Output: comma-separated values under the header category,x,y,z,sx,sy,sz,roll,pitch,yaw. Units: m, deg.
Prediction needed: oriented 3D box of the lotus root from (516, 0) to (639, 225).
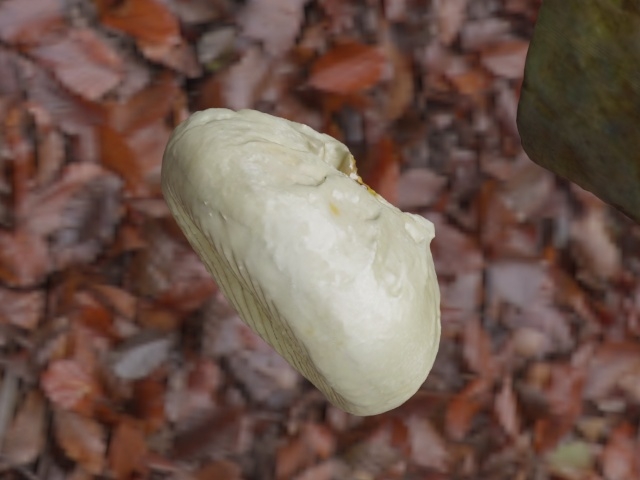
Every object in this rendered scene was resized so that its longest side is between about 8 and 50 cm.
category,x,y,z,sx,sy,sz,roll,pitch,yaw
lotus root,0.199,-0.083,0.780,0.235,0.138,0.119,-21,137,-28

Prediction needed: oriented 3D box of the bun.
category,x,y,z,sx,sy,sz,roll,pitch,yaw
bun,0.000,0.000,1.209,0.127,0.222,0.222,-36,115,-9
